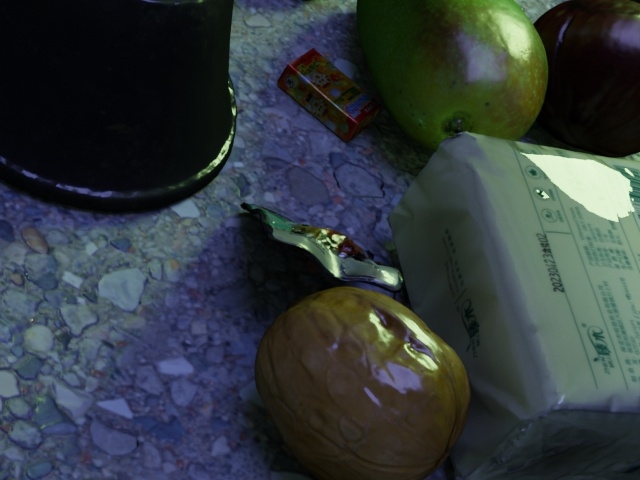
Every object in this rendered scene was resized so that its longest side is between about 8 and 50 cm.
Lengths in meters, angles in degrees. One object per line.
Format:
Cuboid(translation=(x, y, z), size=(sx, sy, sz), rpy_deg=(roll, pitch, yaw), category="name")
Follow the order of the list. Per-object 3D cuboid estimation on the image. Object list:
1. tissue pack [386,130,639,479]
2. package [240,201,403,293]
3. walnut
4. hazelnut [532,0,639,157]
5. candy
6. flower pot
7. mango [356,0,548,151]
Cuboid(translation=(0.266, 0.085, 1.571), size=(0.297, 0.207, 0.380), rpy_deg=(9, 49, -24), category="tissue pack")
Cuboid(translation=(0.000, 0.000, 1.538), size=(0.166, 0.040, 0.232), rpy_deg=(22, 7, -11), category="package")
Cuboid(translation=(0.040, 0.145, 1.416), size=(0.195, 0.195, 0.222), rpy_deg=(-23, 63, -40), category="walnut")
Cuboid(translation=(0.372, -0.221, 1.921), size=(0.229, 0.229, 0.229), rpy_deg=(15, 46, -16), category="hazelnut")
Cuboid(translation=(0.011, -0.184, 1.794), size=(0.122, 0.038, 0.062), rpy_deg=(41, 45, 10), category="candy")
Cuboid(translation=(-0.228, -0.240, 1.569), size=(0.379, 0.251, 0.379), rpy_deg=(16, 46, -18), category="flower pot")
Cuboid(translation=(0.163, -0.251, 1.827), size=(0.225, 0.201, 0.382), rpy_deg=(-2, 40, -13), category="mango")
